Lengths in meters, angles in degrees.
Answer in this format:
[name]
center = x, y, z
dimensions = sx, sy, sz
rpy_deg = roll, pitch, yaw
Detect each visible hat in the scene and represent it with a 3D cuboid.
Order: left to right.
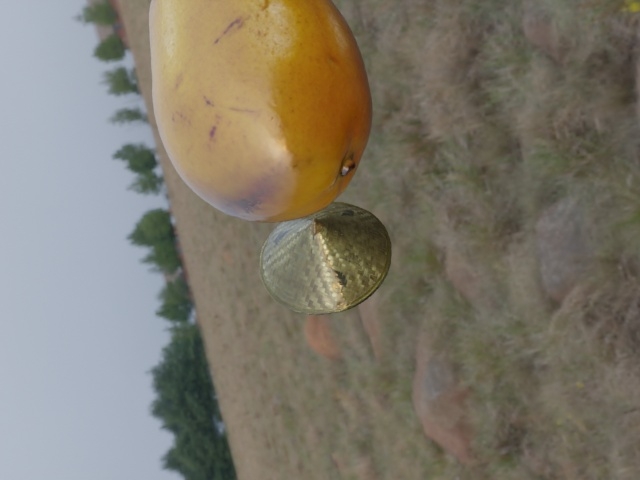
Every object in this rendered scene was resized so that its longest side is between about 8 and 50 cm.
[hat]
center = 0.000, 0.000, 0.996
dimensions = 0.067, 0.146, 0.146
rpy_deg = 73, 177, -53

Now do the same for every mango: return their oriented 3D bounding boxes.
[mango]
center = -0.048, -0.115, 0.635
dimensions = 0.112, 0.145, 0.219
rpy_deg = 49, -163, -71
